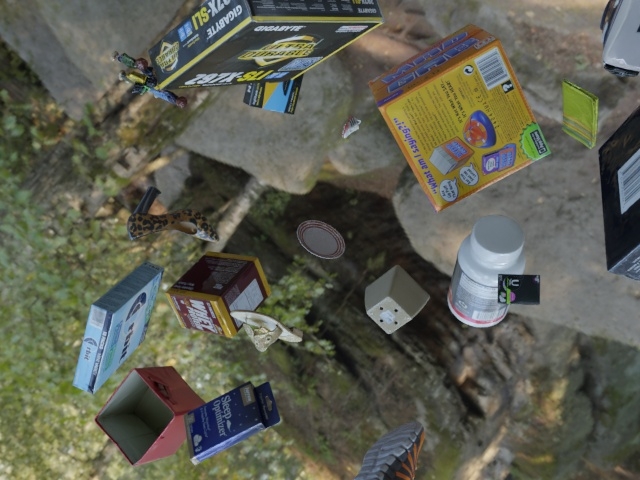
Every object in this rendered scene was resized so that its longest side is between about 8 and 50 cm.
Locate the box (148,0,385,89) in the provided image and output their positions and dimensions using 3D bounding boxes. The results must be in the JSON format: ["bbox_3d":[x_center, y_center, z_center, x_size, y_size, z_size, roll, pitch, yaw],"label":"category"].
[{"bbox_3d":[-0.089,-0.345,1.149,0.257,0.322,0.079,-17,91,43],"label":"box"}]

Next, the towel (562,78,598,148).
[{"bbox_3d":[0.652,-0.316,1.715,0.102,0.021,0.237,40,177,28],"label":"towel"}]

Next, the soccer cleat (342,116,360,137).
[{"bbox_3d":[0.083,-0.300,1.806,0.035,0.083,0.029,18,137,8],"label":"soccer cleat"}]

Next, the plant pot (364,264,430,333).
[{"bbox_3d":[0.162,0.140,1.503,0.109,0.109,0.096,44,-148,-8],"label":"plant pot"}]

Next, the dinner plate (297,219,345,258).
[{"bbox_3d":[0.000,0.000,1.847,0.141,0.017,0.141,17,-140,-14],"label":"dinner plate"}]

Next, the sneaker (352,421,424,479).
[{"bbox_3d":[0.178,0.575,1.573,0.124,0.321,0.180,-28,98,45],"label":"sneaker"}]

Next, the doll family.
[{"bbox_3d":[-0.362,-0.343,1.470,0.111,0.076,0.193,21,-174,34],"label":"doll family"}]

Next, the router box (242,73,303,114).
[{"bbox_3d":[-0.110,-0.417,1.704,0.133,0.179,0.046,4,-162,-33],"label":"router box"}]

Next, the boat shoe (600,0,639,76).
[{"bbox_3d":[0.623,-0.491,1.277,0.127,0.158,0.340,13,139,-3],"label":"boat shoe"}]

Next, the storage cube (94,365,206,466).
[{"bbox_3d":[-0.455,0.473,1.862,0.183,0.215,0.193,41,-174,20],"label":"storage cube"}]

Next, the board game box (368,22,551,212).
[{"bbox_3d":[0.388,-0.365,1.978,0.356,0.356,0.356,58,-168,-21],"label":"board game box"}]

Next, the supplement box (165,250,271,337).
[{"bbox_3d":[-0.279,0.144,1.872,0.191,0.194,0.129,5,128,34],"label":"supplement box"}]

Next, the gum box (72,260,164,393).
[{"bbox_3d":[-0.331,0.138,1.123,0.041,0.157,0.184,22,-157,4],"label":"gum box"}]

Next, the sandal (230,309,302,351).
[{"bbox_3d":[-0.130,0.241,1.697,0.088,0.079,0.240,-13,152,36],"label":"sandal"}]

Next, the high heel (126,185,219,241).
[{"bbox_3d":[-0.423,-0.019,1.949,0.261,0.186,0.093,34,138,-19],"label":"high heel"}]

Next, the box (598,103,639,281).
[{"bbox_3d":[0.652,-0.062,1.134,0.294,0.296,0.183,18,143,-7],"label":"box"}]

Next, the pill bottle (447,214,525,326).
[{"bbox_3d":[0.449,0.081,1.824,0.176,0.176,0.318,37,151,26],"label":"pill bottle"}]

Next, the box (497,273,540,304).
[{"bbox_3d":[0.405,0.100,1.387,0.083,0.062,0.052,1,174,15],"label":"box"}]

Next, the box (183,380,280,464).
[{"bbox_3d":[-0.214,0.422,1.613,0.036,0.225,0.136,64,180,-38],"label":"box"}]
